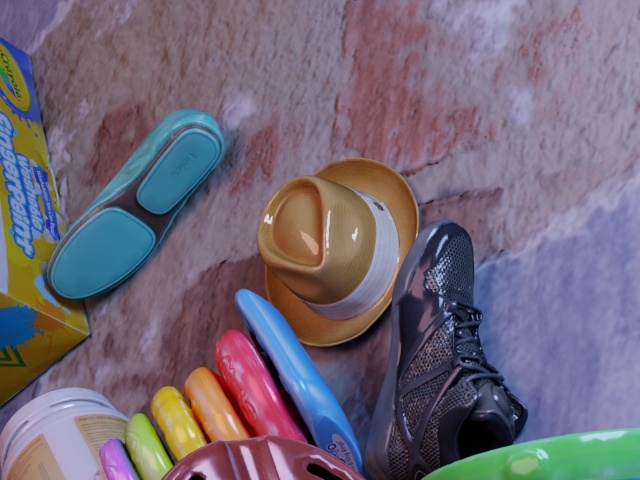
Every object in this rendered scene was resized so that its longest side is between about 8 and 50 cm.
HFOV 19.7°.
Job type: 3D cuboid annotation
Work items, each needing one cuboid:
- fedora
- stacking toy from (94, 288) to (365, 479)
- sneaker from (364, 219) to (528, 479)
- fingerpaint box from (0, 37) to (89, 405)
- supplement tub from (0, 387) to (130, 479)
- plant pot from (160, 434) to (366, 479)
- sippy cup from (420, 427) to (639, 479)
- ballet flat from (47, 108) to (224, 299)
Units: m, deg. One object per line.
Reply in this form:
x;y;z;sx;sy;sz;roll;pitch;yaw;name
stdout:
0.000;0.000;1.678;0.194;0.079;0.194;-21;56;35;fedora
-0.127;0.195;1.547;0.302;0.175;0.166;-28;45;-6;stacking toy
0.117;0.095;1.511;0.130;0.087;0.227;-1;71;42;sneaker
-0.462;-0.086;1.958;0.163;0.371;0.445;-38;48;21;fingerpaint box
-0.210;0.244;1.702;0.144;0.144;0.200;-50;43;12;supplement tub
-0.071;0.291;1.339;0.265;0.272;0.272;121;148;-48;plant pot
0.190;0.265;1.259;0.240;0.305;0.224;-6;69;-3;sippy cup
-0.187;-0.040;1.896;0.247;0.083;0.087;-46;20;15;ballet flat
